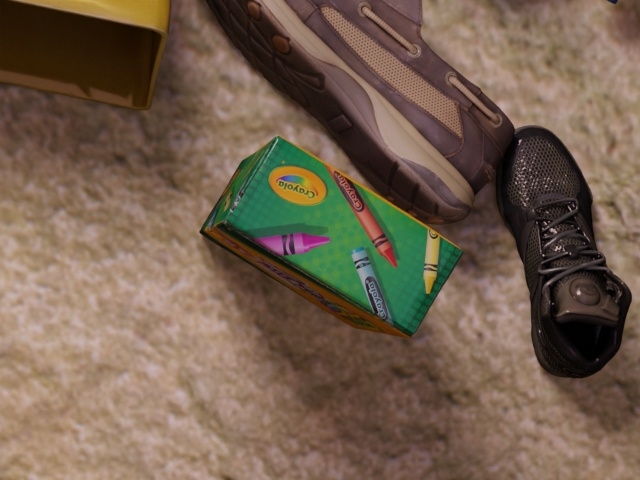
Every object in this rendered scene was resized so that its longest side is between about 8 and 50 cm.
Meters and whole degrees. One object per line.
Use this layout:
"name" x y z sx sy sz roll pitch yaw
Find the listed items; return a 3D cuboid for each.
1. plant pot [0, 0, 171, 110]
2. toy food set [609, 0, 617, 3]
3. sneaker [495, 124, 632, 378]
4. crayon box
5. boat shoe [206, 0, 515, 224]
"plant pot" -0.220 -0.243 1.432 0.212 0.212 0.187 11 76 -7
"toy food set" 0.322 -0.227 1.543 0.232 0.111 0.104 27 99 -7
"sneaker" 0.214 0.008 1.517 0.087 0.130 0.227 -9 89 -9
"crayon box" 0.000 0.000 1.413 0.165 0.278 0.081 31 85 -6
"boat shoe" 0.026 -0.173 1.506 0.130 0.132 0.355 -46 104 -15
